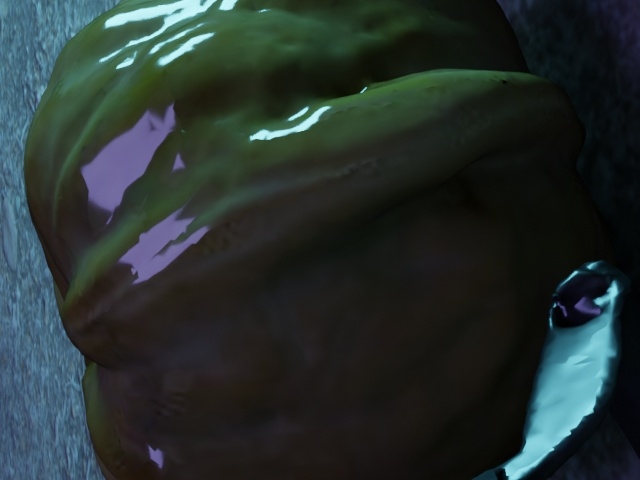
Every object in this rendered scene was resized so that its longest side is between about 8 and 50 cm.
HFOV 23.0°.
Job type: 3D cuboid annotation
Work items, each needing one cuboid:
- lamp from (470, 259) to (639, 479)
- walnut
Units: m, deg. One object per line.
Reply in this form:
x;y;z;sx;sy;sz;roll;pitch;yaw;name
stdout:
0.020;0.212;0.523;0.272;0.205;0.374;-25;25;23;lamp
0.000;0.000;0.743;0.296;0.285;0.285;66;149;17;walnut
